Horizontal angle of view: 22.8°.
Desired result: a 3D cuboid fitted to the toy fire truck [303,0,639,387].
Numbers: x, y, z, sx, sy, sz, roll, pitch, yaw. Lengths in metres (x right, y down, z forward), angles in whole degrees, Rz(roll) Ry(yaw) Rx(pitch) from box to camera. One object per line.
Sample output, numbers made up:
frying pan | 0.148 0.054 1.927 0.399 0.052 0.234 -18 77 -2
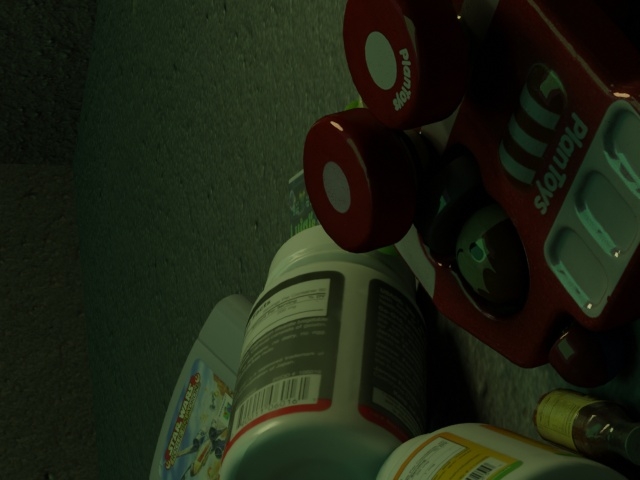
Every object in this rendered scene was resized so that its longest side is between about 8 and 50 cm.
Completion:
toy fire truck | 0.130 -0.039 1.038 0.254 0.169 0.302 57 149 30

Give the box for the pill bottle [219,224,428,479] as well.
pill bottle | 0.010 0.121 1.327 0.283 0.161 0.161 -82 4 -55

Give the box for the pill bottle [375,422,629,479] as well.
pill bottle | 0.118 0.197 1.070 0.246 0.136 0.136 -175 86 -74

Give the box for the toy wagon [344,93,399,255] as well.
toy wagon | 0.081 -0.166 1.346 0.267 0.068 0.344 110 156 -48

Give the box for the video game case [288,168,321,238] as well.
video game case | 0.000 0.000 1.704 0.190 0.022 0.173 149 120 -72

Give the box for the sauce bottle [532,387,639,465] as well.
sauce bottle | 0.181 0.123 1.030 0.128 0.042 0.042 -168 80 -72

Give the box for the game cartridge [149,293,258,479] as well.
game cartridge | -0.096 0.217 1.634 0.198 0.062 0.297 34 110 47
